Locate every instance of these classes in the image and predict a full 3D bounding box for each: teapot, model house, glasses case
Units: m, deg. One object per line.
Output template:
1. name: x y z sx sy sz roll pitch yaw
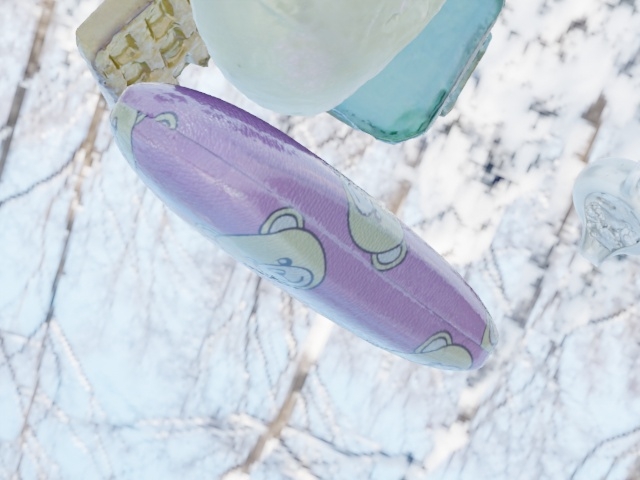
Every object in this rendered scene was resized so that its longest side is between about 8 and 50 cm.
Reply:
1. teapot: 0.397 -0.051 1.625 0.145 0.226 0.092 35 -116 19
2. model house: 0.126 -0.267 1.805 0.230 0.280 0.249 33 -179 16
3. glasses case: 0.000 0.000 0.752 0.123 0.075 0.316 30 176 44

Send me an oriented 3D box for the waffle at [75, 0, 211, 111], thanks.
1. waffle: -0.213 -0.344 1.880 0.077 0.348 0.304 39 169 13

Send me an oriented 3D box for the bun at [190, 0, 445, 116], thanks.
1. bun: 0.026 -0.281 1.036 0.213 0.361 0.361 2 -168 23
